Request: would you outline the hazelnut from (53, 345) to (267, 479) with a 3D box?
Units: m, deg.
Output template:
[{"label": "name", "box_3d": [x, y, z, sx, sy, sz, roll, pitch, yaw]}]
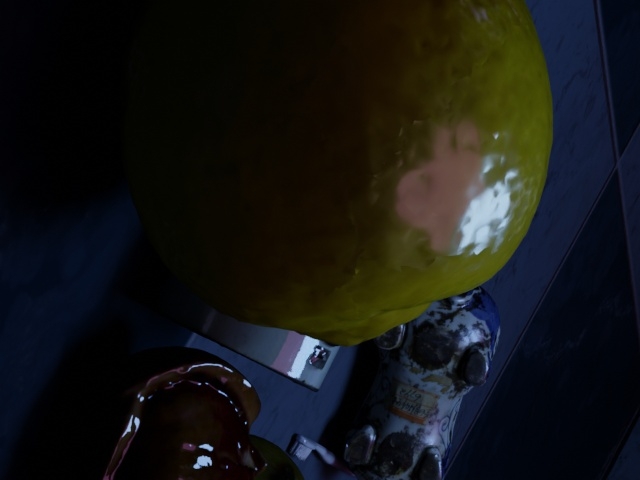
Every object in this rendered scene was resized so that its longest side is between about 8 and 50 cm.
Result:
[{"label": "hazelnut", "box_3d": [-0.134, 0.184, 1.642, 0.170, 0.160, 0.202, -18, 135, -61]}]

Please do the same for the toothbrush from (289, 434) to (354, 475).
[{"label": "toothbrush", "box_3d": [0.015, 0.254, 2.267, 0.025, 0.020, 0.286, -56, 158, -1]}]

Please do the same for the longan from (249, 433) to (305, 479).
[{"label": "longan", "box_3d": [-0.092, 0.261, 1.879, 0.154, 0.176, 0.145, 8, 64, -47]}]

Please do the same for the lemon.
[{"label": "lemon", "box_3d": [0.009, -0.096, 1.451, 0.348, 0.348, 0.348, -50, 154, -35]}]

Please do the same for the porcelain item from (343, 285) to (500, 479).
[{"label": "porcelain item", "box_3d": [0.119, 0.160, 2.254, 0.186, 0.138, 0.288, -53, 160, -70]}]

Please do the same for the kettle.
[{"label": "kettle", "box_3d": [0.000, 0.000, 1.673, 0.161, 0.221, 0.236, 33, 82, -57]}]
